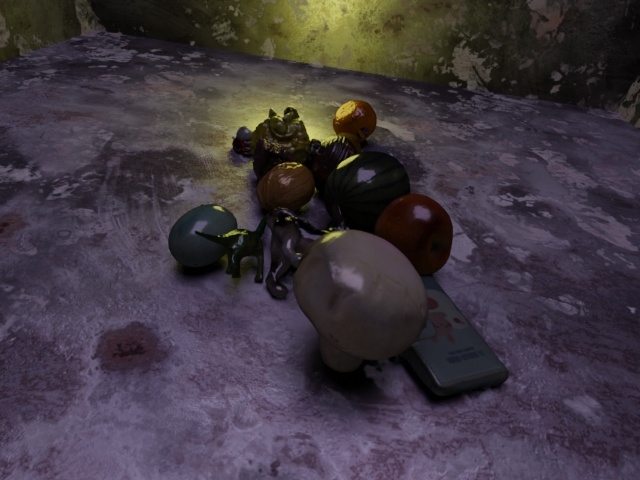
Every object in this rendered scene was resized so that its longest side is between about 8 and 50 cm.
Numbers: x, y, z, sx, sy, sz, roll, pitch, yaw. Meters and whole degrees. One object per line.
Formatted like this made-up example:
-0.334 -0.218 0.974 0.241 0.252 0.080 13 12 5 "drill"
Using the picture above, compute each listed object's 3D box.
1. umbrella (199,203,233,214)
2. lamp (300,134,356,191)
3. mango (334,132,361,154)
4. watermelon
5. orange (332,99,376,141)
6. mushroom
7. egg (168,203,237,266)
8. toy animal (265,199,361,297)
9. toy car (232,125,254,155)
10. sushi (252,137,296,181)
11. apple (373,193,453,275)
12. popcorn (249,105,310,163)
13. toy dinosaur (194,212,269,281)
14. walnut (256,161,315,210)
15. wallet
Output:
-0.369 -0.097 1.425 0.133 0.031 0.036 16 65 9 "umbrella"
0.041 -0.303 1.599 0.247 0.247 0.247 5 38 -4 "lamp"
0.108 -0.418 1.840 0.167 0.130 0.262 8 32 8 "mango"
0.172 -0.172 1.418 0.279 0.279 0.359 28 35 24 "watermelon"
0.171 -0.587 2.004 0.219 0.193 0.219 -9 68 24 "orange"
0.107 0.140 0.910 0.315 0.356 0.315 -23 22 10 "mushroom"
-0.347 -0.017 1.213 0.169 0.169 0.236 20 42 15 "egg"
0.000 0.000 1.239 0.344 0.194 0.302 1 44 -18 "toy animal"
-0.332 -0.456 1.817 0.112 0.112 0.139 -14 43 -27 "toy car"
-0.170 -0.304 1.565 0.161 0.241 0.107 -16 65 -21 "sushi"
0.295 -0.012 1.253 0.253 0.253 0.253 5 38 -4 "apple"
-0.176 -0.426 1.723 0.250 0.235 0.241 -21 64 -15 "popcorn"
-0.221 -0.038 1.201 0.087 0.447 0.300 -3 67 15 "toy dinosaur"
-0.125 -0.190 1.467 0.193 0.193 0.226 32 46 27 "walnut"
0.297 0.243 1.078 0.252 0.083 0.360 -5 39 -24 "wallet"
